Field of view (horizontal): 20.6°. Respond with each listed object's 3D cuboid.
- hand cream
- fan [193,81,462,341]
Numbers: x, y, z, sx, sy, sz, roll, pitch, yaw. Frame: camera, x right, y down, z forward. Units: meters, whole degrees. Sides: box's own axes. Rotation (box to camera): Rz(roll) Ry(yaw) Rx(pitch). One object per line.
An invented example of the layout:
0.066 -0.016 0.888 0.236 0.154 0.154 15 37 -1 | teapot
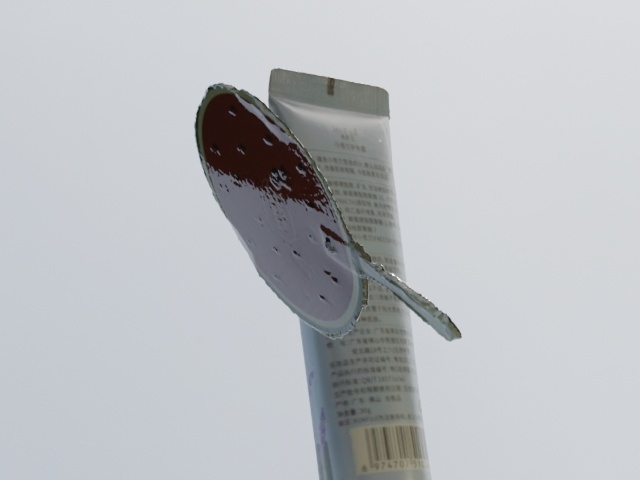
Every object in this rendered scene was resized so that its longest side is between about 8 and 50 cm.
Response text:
0.020 0.040 0.950 0.091 0.058 0.271 5 -109 -39 | hand cream
0.000 0.000 0.510 0.005 0.133 0.085 -29 -55 -23 | fan
